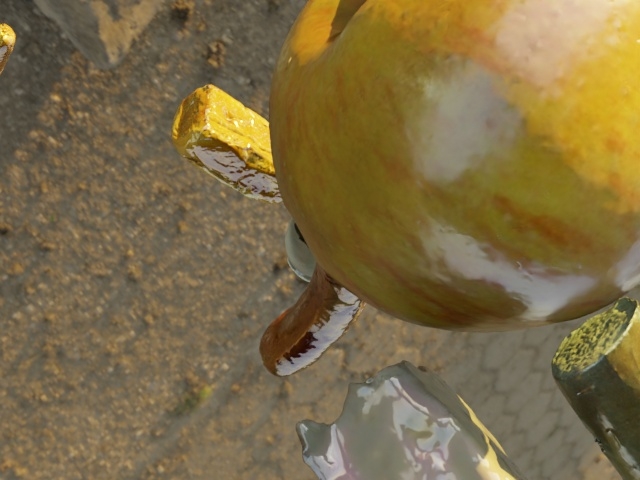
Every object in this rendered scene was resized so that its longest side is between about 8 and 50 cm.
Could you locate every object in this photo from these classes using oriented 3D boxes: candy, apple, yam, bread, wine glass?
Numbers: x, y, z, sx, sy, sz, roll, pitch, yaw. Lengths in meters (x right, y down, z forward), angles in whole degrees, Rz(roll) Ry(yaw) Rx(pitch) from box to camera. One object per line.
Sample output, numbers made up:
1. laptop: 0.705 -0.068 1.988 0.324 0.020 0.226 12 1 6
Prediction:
1. candy: 0.098 0.216 0.798 0.137 0.195 0.185 -45 156 4
2. apple: 0.136 -0.118 0.760 0.334 0.400 0.400 19 110 -21
3. yam: 0.300 0.178 0.760 0.106 0.259 0.106 -37 -174 4
4. bread: -0.173 -0.200 1.906 0.132 0.166 0.294 -36 132 28
5. wine glass: 0.000 0.000 1.392 0.111 0.111 0.204 -39 171 -12

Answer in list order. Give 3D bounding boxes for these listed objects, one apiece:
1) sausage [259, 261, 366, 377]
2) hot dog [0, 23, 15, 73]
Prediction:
1. sausage: 0.005 0.072 1.071 0.103 0.076 0.302 -8 149 -25
2. hot dog: -0.482 -0.257 1.257 0.071 0.045 0.165 36 134 -17
